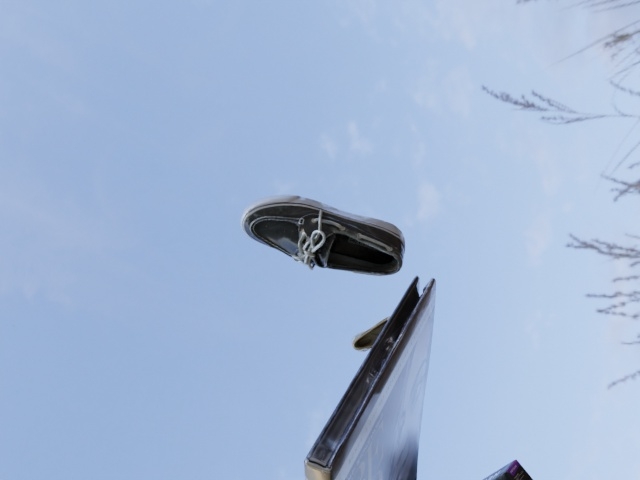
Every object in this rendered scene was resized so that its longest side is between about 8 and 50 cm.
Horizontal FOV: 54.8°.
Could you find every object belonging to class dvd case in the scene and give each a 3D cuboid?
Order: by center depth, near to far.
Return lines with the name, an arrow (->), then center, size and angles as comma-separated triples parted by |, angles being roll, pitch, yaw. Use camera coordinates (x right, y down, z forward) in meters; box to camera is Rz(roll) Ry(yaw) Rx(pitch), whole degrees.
dvd case -> 0.037, 0.155, 0.395 | 0.164, 0.018, 0.221 | -48, -37, -50

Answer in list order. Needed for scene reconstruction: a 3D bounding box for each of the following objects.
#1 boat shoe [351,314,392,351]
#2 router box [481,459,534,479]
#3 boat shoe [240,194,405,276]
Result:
boat shoe -> 0.138, 0.196, 1.324 | 0.153, 0.048, 0.056 | -21, -97, 0
router box -> 0.315, 0.476, 1.059 | 0.046, 0.179, 0.133 | -20, -115, -47
boat shoe -> 0.000, 0.004, 1.113 | 0.306, 0.113, 0.105 | 16, -149, 0
